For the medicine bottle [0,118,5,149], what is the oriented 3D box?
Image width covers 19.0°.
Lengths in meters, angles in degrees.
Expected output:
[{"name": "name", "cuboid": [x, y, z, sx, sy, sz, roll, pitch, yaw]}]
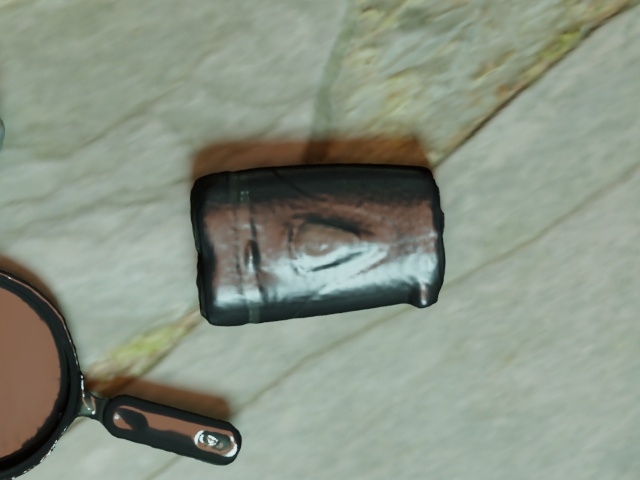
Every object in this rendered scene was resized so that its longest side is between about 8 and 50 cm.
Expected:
[{"name": "medicine bottle", "cuboid": [-0.279, -0.058, 1.062, 0.187, 0.103, 0.103, 24, 98, -6]}]

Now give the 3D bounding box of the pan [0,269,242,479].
[{"name": "pan", "cuboid": [-0.160, 0.092, 1.128, 0.235, 0.028, 0.136, 15, 99, -1]}]

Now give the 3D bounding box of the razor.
[{"name": "razor", "cuboid": [0.000, 0.000, 1.103, 0.148, 0.054, 0.090, -4, 100, -2]}]
